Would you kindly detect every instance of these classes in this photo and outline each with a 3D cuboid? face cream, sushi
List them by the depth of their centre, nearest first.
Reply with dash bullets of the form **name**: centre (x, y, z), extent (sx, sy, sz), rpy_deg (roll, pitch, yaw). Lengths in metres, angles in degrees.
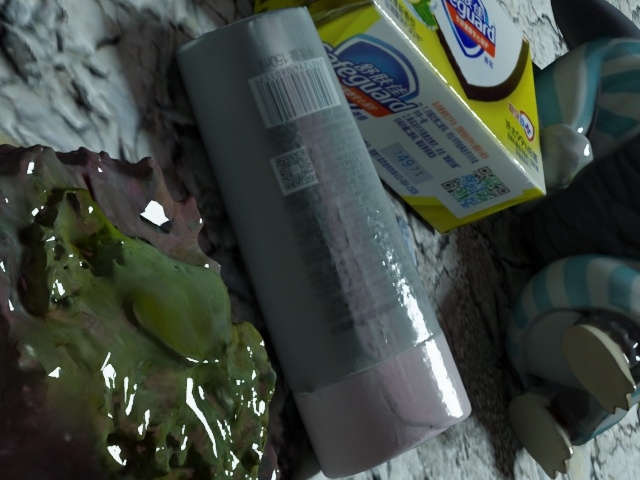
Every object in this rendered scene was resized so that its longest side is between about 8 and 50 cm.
- **sushi**: centre (-0.095, 0.071, 0.500), extent (0.161, 0.108, 0.241), rpy_deg (2, 72, -57)
- **face cream**: centre (0.000, 0.000, 0.733), extent (0.107, 0.073, 0.269), rpy_deg (-23, 92, -28)

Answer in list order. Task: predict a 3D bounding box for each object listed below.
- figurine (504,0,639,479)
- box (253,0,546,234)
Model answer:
- **figurine**: centre (0.223, -0.035, 1.104), extent (0.361, 0.266, 0.377), rpy_deg (-24, 60, -37)
- **box**: centre (0.064, -0.143, 0.920), extent (0.265, 0.097, 0.168), rpy_deg (41, 40, -43)
